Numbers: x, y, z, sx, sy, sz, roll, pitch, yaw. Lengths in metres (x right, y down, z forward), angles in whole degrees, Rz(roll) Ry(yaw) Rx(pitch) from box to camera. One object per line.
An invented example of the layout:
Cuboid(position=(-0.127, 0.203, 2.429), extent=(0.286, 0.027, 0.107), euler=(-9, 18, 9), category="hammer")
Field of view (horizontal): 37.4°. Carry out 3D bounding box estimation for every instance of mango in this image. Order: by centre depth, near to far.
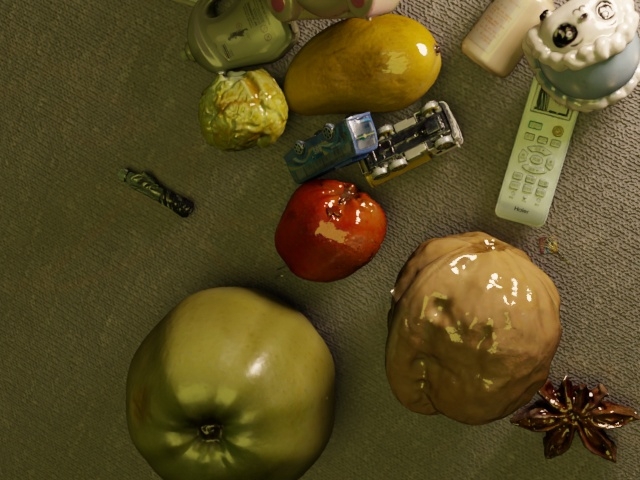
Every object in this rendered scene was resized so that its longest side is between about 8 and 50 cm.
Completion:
Cuboid(position=(0.079, -0.351, 1.883), extent=(0.332, 0.142, 0.195), euler=(0, 98, 20), category="mango")

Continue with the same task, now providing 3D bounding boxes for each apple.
Cuboid(position=(-0.190, 0.327, 1.980), extent=(0.473, 0.473, 0.473), euler=(4, 104, 15), category="apple")

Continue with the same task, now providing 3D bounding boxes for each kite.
Cuboid(position=(0.475, 0.024, 1.935), extent=(0.044, 0.002, 0.078), euler=(-27, 94, 20), category="kite")

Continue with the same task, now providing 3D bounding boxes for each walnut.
Cuboid(position=(0.293, 0.174, 1.849), extent=(0.383, 0.383, 0.383), euler=(4, 104, 15), category="walnut")

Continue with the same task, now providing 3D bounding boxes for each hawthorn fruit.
Cuboid(position=(0.000, 0.000, 1.964), extent=(0.211, 0.211, 0.299), euler=(45, 123, 2), category="hawthorn fruit")

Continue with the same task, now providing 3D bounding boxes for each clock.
Cuboid(position=(0.015, -0.568, 1.768), extent=(0.284, 0.114, 0.309), euler=(9, 113, 42), category="clock")

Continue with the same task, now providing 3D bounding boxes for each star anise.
Cuboid(position=(0.531, 0.371, 1.959), extent=(0.220, 0.099, 0.214), euler=(33, 123, 1), category="star anise")

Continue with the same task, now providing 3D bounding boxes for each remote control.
Cuboid(position=(0.433, -0.176, 1.875), extent=(0.103, 0.051, 0.293), euler=(17, 103, 11), category="remote control")

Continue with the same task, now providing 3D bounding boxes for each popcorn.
Cuboid(position=(-0.170, -0.272, 1.923), extent=(0.198, 0.212, 0.198), euler=(-15, 127, -20), category="popcorn")

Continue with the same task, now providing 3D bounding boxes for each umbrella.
Cuboid(position=(-0.367, -0.113, 2.118), extent=(0.188, 0.046, 0.050), euler=(29, 91, 10), category="umbrella")

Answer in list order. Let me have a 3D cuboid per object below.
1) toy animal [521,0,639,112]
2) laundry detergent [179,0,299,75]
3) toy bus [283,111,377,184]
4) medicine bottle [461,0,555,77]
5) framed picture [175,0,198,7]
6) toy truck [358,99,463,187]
Cuboid(position=(0.495, -0.347, 1.731), extent=(0.208, 0.204, 0.156), euler=(-27, 54, 6), category="toy animal")
Cuboid(position=(-0.182, -0.434, 1.961), extent=(0.253, 0.091, 0.181), euler=(-19, 99, 19), category="laundry detergent")
Cuboid(position=(0.022, -0.186, 1.916), extent=(0.236, 0.079, 0.094), euler=(-21, 97, 53), category="toy bus")
Cuboid(position=(0.381, -0.437, 1.791), extent=(0.114, 0.114, 0.252), euler=(38, 110, 4), category="medicine bottle")
Cuboid(position=(-0.311, -0.586, 2.000), extent=(0.203, 0.015, 0.150), euler=(20, 108, 10), category="framed picture")
Cuboid(position=(0.175, -0.192, 1.910), extent=(0.227, 0.114, 0.098), euler=(-25, 74, 19), category="toy truck")
